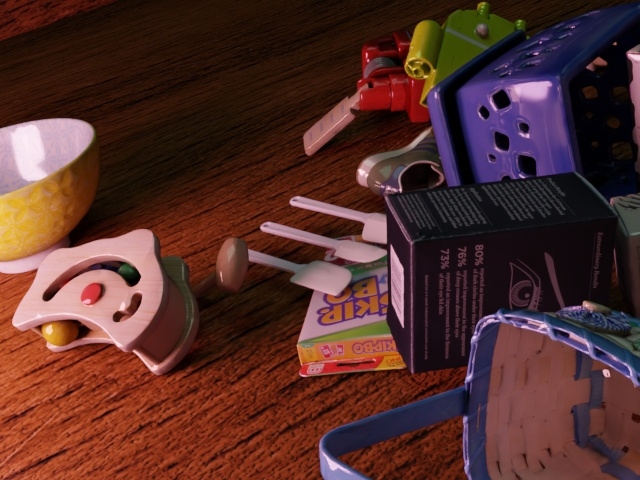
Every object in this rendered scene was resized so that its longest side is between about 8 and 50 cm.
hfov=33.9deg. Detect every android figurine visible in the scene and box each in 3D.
[{"bbox_3d":[0.240,-0.233,1.499,0.248,0.056,0.272,25,54,-7],"label":"android figurine"}]

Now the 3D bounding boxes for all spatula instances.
[{"bbox_3d":[0.000,0.000,1.298,0.168,0.019,0.242,-39,32,-27],"label":"spatula"}]

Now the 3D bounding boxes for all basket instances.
[{"bbox_3d":[0.176,0.160,0.769,0.289,0.201,0.255,-19,27,-32],"label":"basket"}]

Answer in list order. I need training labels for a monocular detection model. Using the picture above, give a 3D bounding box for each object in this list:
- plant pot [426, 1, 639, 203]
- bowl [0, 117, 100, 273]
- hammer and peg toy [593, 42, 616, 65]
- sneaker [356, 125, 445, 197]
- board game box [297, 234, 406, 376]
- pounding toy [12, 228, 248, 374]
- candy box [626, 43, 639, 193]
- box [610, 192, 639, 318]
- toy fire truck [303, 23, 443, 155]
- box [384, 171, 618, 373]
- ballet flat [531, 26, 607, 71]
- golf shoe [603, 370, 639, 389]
[{"bbox_3d":[0.272,-0.132,1.261,0.212,0.235,0.236,5,33,44],"label":"plant pot"},{"bbox_3d":[-0.438,-0.047,1.500,0.290,0.156,0.289,-11,27,5],"label":"bowl"},{"bbox_3d":[0.583,-0.274,1.491,0.362,0.127,0.266,-16,29,-4],"label":"hammer and peg toy"},{"bbox_3d":[0.149,-0.102,1.446,0.192,0.064,0.086,-25,42,-27],"label":"sneaker"},{"bbox_3d":[0.053,0.065,1.197,0.124,0.039,0.259,-7,30,14],"label":"board game box"},{"bbox_3d":[-0.205,0.092,1.226,0.270,0.155,0.154,-12,54,24],"label":"pounding toy"},{"bbox_3d":[0.418,-0.125,1.165,0.159,0.233,0.071,-32,32,-33],"label":"candy box"},{"bbox_3d":[0.441,-0.003,1.058,0.275,0.113,0.094,-9,26,6],"label":"box"},{"bbox_3d":[0.092,-0.234,1.652,0.247,0.158,0.217,-4,27,-3],"label":"toy fire truck"},{"bbox_3d":[0.175,0.030,1.041,0.207,0.153,0.108,-6,29,-8],"label":"box"},{"bbox_3d":[0.453,-0.304,1.670,0.249,0.086,0.086,-5,28,14],"label":"ballet flat"},{"bbox_3d":[0.290,0.115,0.932,0.069,0.086,0.176,-22,27,-13],"label":"golf shoe"}]
